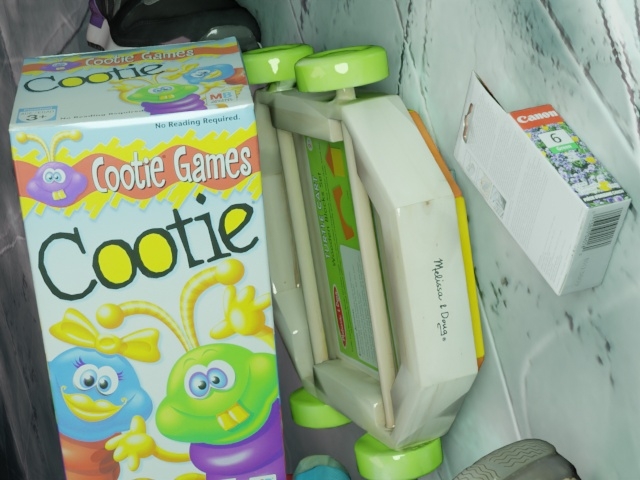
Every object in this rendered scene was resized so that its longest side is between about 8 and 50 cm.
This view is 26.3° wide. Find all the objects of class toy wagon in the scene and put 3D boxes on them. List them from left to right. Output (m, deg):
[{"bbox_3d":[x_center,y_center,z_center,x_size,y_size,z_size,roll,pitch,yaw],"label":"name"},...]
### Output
[{"bbox_3d":[0.000,0.000,0.935,0.344,0.068,0.267,-157,56,-66],"label":"toy wagon"}]

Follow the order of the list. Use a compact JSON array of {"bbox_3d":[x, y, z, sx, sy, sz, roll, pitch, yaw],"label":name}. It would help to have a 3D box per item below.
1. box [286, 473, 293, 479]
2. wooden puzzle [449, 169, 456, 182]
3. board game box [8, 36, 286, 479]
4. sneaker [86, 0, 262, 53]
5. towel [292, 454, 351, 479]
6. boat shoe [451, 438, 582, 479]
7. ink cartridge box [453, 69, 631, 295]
[{"bbox_3d":[-0.047,0.351,1.087,0.142,0.154,0.300,-84,-13,-73],"label":"box"},{"bbox_3d":[0.072,-0.020,0.841,0.049,0.006,0.083,8,110,66],"label":"wooden puzzle"},{"bbox_3d":[-0.105,0.027,0.879,0.142,0.144,0.275,-108,12,-65],"label":"board game box"},{"bbox_3d":[-0.131,-0.207,1.091,0.283,0.107,0.124,-152,58,-61],"label":"sneaker"},{"bbox_3d":[0.038,0.348,0.831,0.370,0.040,0.271,-96,-8,-47],"label":"towel"},{"bbox_3d":[0.131,0.260,0.740,0.130,0.132,0.355,33,142,44],"label":"boat shoe"},{"bbox_3d":[0.112,-0.034,0.712,0.063,0.029,0.115,99,149,-44],"label":"ink cartridge box"}]
